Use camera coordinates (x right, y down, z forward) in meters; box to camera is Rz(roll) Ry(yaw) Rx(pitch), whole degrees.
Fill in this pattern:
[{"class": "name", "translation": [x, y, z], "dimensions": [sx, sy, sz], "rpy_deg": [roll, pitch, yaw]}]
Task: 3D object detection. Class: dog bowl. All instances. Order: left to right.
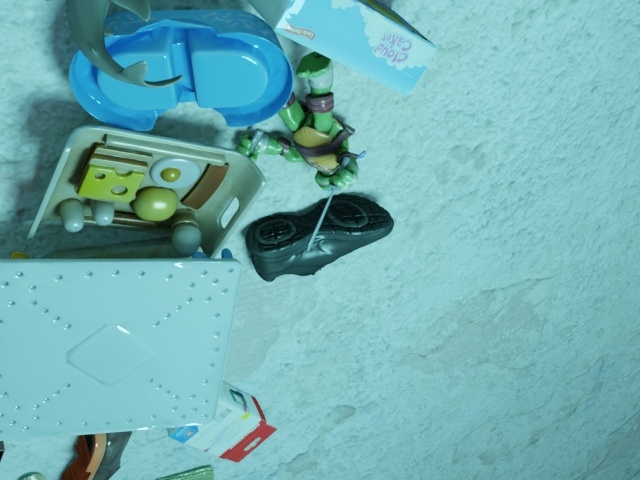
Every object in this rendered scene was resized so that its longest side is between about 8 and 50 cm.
[{"class": "dog bowl", "translation": [-0.187, -0.238, 0.992], "dimensions": [0.297, 0.074, 0.166], "rpy_deg": [-2, 143, -4]}]

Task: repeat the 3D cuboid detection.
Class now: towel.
[{"class": "towel", "translation": [-0.323, 0.585, 1.708], "dimensions": [0.148, 0.027, 0.110], "rpy_deg": [-9, 131, -26]}]

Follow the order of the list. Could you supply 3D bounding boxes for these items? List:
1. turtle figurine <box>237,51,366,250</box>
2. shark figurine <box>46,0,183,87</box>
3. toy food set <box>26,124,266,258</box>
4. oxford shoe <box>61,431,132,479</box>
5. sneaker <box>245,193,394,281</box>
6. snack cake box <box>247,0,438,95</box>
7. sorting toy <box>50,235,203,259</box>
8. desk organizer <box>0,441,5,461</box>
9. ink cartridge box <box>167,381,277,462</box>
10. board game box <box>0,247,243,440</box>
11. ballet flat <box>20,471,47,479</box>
[{"class": "turtle figurine", "translation": [-0.041, -0.146, 1.133], "dimensions": [0.274, 0.198, 0.266], "rpy_deg": [-28, 130, -16]}, {"class": "shark figurine", "translation": [-0.270, -0.284, 0.851], "dimensions": [0.166, 0.278, 0.116], "rpy_deg": [-14, 155, 4]}, {"class": "toy food set", "translation": [-0.265, -0.053, 1.100], "dimensions": [0.306, 0.092, 0.220], "rpy_deg": [6, 142, -33]}, {"class": "oxford shoe", "translation": [-0.466, 0.489, 1.493], "dimensions": [0.098, 0.097, 0.271], "rpy_deg": [6, 123, -41]}, {"class": "sneaker", "translation": [0.000, 0.000, 1.364], "dimensions": [0.286, 0.109, 0.130], "rpy_deg": [-12, 139, -10]}, {"class": "snack cake box", "translation": [0.028, -0.323, 1.054], "dimensions": [0.264, 0.152, 0.089], "rpy_deg": [15, 117, -39]}, {"class": "sorting toy", "translation": [-0.329, 0.130, 1.271], "dimensions": [0.255, 0.089, 0.257], "rpy_deg": [-8, 130, -25]}, {"class": "desk organizer", "translation": [-0.651, 0.381, 1.318], "dimensions": [0.130, 0.050, 0.047], "rpy_deg": [9, 121, -36]}, {"class": "ink cartridge box", "translation": [-0.215, 0.391, 1.570], "dimensions": [0.134, 0.078, 0.231], "rpy_deg": [-41, 136, 7]}, {"class": "board game box", "translation": [-0.348, 0.174, 1.191], "dimensions": [0.389, 0.050, 0.390], "rpy_deg": [0, 127, -20]}, {"class": "ballet flat", "translation": [-0.594, 0.569, 1.501], "dimensions": [0.073, 0.067, 0.206], "rpy_deg": [-8, 129, -26]}]
